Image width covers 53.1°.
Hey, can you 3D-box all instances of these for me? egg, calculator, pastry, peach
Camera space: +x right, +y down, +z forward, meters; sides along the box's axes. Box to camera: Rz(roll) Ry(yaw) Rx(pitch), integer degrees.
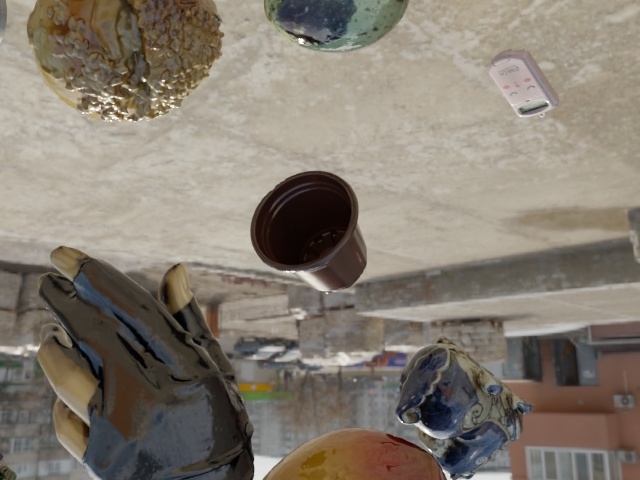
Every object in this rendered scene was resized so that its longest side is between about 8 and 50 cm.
[{"bbox_3d":[0.013,-0.181,0.467,0.110,0.085,0.085,-15,169,-8],"label":"egg"},{"bbox_3d":[0.421,-0.323,1.330,0.175,0.032,0.100,46,150,-23],"label":"calculator"},{"bbox_3d":[-0.300,-0.316,1.056,0.315,0.184,0.285,-21,144,-23],"label":"pastry"},{"bbox_3d":[0.046,0.402,0.832,0.307,0.332,0.308,26,-162,-9],"label":"peach"}]

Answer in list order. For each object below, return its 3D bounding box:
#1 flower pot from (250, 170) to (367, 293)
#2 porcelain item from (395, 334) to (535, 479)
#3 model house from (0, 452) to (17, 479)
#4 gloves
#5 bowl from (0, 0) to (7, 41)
[{"bbox_3d":[0.000,0.000,0.629,0.111,0.111,0.089,-6,149,24],"label":"flower pot"},{"bbox_3d":[0.215,0.276,1.023,0.288,0.186,0.138,38,-178,-45],"label":"porcelain item"},{"bbox_3d":[-0.704,0.481,1.330,0.087,0.100,0.100,-4,-157,42],"label":"model house"},{"bbox_3d":[-0.171,0.135,0.634,0.197,0.301,0.152,-41,-178,-36],"label":"gloves"},{"bbox_3d":[-0.472,-0.307,0.848,0.086,0.189,0.189,-5,174,-44],"label":"bowl"}]
